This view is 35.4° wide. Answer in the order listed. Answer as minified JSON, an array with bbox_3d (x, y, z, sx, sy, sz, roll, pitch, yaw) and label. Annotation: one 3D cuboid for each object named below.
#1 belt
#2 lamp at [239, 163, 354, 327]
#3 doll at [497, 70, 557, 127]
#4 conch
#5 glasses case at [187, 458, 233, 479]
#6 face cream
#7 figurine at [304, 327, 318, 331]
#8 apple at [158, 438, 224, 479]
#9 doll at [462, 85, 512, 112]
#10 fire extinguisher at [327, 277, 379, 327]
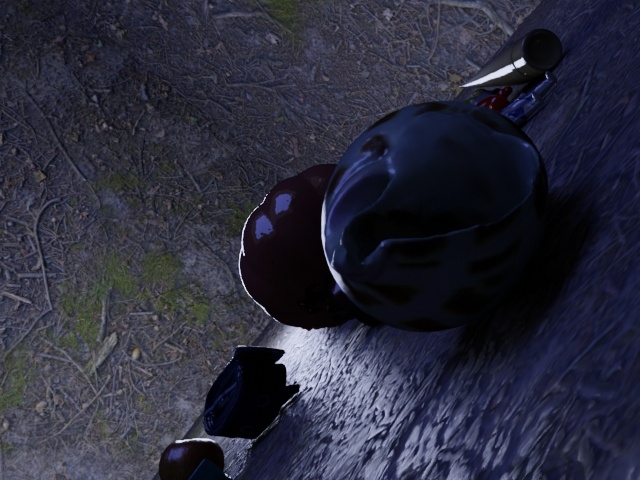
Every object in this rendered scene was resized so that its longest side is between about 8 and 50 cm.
[{"bbox_3d":[-0.126,0.292,1.842,0.218,0.128,0.122,-51,39,47],"label":"belt"},{"bbox_3d":[0.000,0.000,1.686,0.305,0.240,0.305,-22,-41,-21],"label":"lamp"},{"bbox_3d":[0.317,-0.204,1.759,0.227,0.057,0.114,-46,9,47],"label":"doll"},{"bbox_3d":[0.129,-0.029,0.985,0.249,0.197,0.368,2,37,39],"label":"conch"},{"bbox_3d":[-0.264,0.510,1.705,0.301,0.070,0.117,-53,-3,-12],"label":"glasses case"},{"bbox_3d":[0.395,-0.350,2.053,0.341,0.137,0.084,158,107,-82],"label":"face cream"},{"bbox_3d":[-0.011,0.136,2.074,0.185,0.127,0.234,-55,10,25],"label":"figurine"},{"bbox_3d":[-0.241,0.429,1.908,0.126,0.126,0.102,137,130,-73],"label":"apple"},{"bbox_3d":[0.344,-0.273,2.117,0.142,0.076,0.245,-42,8,10],"label":"doll"},{"bbox_3d":[0.155,-0.030,1.533,0.344,0.102,0.138,-51,0,10],"label":"fire extinguisher"}]
